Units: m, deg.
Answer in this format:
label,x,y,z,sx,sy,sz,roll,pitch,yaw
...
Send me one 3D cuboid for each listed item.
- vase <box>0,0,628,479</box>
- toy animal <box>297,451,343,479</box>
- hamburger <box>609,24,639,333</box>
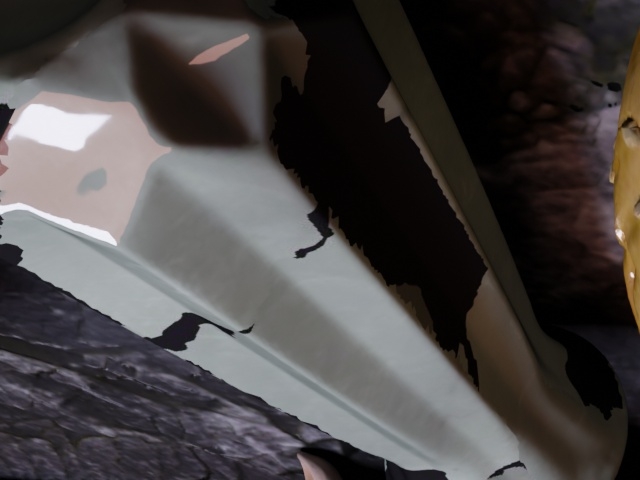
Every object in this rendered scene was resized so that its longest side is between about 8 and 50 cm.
label,x,y,z,sx,sy,sz,roll,pitch,yaw
vase,0.000,0.000,0.672,0.165,0.165,0.360,-2,149,32
toy animal,0.004,0.178,1.048,0.083,0.089,0.150,8,153,-26
hamburger,0.193,0.019,0.583,0.155,0.245,0.282,3,103,35
